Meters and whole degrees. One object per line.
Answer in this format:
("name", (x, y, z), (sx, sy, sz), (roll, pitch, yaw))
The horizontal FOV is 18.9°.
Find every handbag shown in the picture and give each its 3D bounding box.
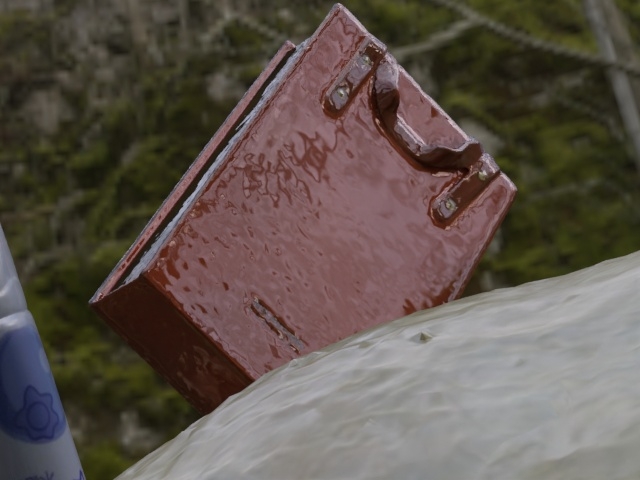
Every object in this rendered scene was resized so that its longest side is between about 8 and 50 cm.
("handbag", (0.000, 0.000, 0.840), (0.127, 0.190, 0.063), (45, -40, -14))

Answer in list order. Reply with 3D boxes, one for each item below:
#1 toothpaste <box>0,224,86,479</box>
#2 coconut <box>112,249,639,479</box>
("toothpaste", (-0.162, 0.174, 1.035), (0.125, 0.371, 0.080), (-14, 3, -7))
("coconut", (0.092, 0.169, 0.419), (0.360, 0.346, 0.346), (-26, -37, 14))
